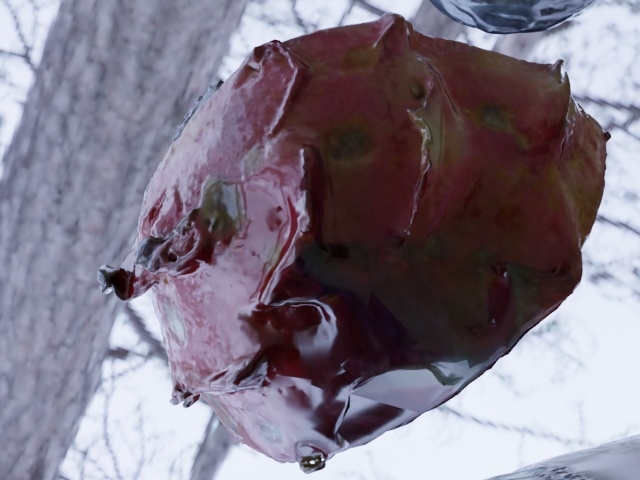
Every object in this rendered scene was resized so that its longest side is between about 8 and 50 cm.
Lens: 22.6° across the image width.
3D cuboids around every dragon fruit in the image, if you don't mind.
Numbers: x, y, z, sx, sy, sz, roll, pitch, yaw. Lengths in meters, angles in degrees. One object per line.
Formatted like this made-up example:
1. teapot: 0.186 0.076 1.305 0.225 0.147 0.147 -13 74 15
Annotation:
1. dragon fruit: -0.003 0.002 0.748 0.161 0.274 0.126 47 -161 -22

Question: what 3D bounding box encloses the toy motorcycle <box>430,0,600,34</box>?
1. toy motorcycle: 0.147 -0.235 0.559 0.223 0.340 0.108 3 168 30

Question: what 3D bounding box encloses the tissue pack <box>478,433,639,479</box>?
1. tissue pack: 0.194 0.250 0.992 0.266 0.356 0.194 -15 -84 -16
